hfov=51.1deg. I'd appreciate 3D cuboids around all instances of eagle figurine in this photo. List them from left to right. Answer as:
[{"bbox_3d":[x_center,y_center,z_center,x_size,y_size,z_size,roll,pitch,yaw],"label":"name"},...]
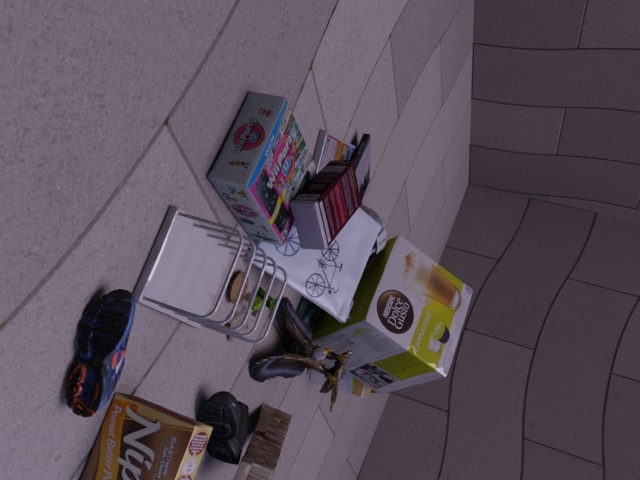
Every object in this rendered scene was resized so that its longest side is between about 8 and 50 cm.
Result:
[{"bbox_3d":[-0.052,0.321,1.937,0.225,0.298,0.226,-51,-156,26],"label":"eagle figurine"}]

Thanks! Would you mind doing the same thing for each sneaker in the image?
[{"bbox_3d":[-0.370,0.186,1.147,0.087,0.083,0.221,7,104,-83],"label":"sneaker"},{"bbox_3d":[-0.232,0.443,1.673,0.286,0.109,0.130,97,13,-48],"label":"sneaker"}]

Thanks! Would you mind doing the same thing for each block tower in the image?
[{"bbox_3d":[-0.154,0.570,1.824,0.335,0.097,0.090,-55,167,-77],"label":"block tower"}]

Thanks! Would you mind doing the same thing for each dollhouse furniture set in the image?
[{"bbox_3d":[-0.189,0.178,1.678,0.152,0.059,0.076,-35,148,-32],"label":"dollhouse furniture set"}]

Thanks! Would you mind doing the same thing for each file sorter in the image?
[{"bbox_3d":[-0.205,0.083,1.346,0.277,0.173,0.192,50,58,-66],"label":"file sorter"}]

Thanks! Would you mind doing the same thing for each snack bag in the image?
[{"bbox_3d":[0.000,0.000,1.755,0.343,0.037,0.323,36,64,-28],"label":"snack bag"}]

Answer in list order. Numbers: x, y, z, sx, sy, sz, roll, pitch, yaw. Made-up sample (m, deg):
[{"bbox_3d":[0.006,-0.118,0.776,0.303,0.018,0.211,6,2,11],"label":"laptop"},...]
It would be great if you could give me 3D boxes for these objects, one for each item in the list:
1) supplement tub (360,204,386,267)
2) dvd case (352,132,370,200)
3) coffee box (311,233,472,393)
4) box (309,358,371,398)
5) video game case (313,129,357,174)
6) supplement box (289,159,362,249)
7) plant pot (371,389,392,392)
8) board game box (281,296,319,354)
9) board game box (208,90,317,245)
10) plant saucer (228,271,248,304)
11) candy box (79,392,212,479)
[{"bbox_3d":[0.060,0.024,1.977,0.316,0.194,0.193,-41,142,-58],"label":"supplement tub"},{"bbox_3d":[0.125,-0.203,2.169,0.238,0.030,0.179,83,25,-57],"label":"dvd case"},{"bbox_3d":[0.222,0.246,2.168,0.338,0.334,0.337,-32,-153,52],"label":"coffee box"},{"bbox_3d":[0.082,0.468,2.349,0.114,0.203,0.103,20,86,-70],"label":"box"},{"bbox_3d":[0.033,-0.202,1.982,0.285,0.025,0.203,6,99,-70],"label":"video game case"},{"bbox_3d":[0.019,-0.092,1.651,0.239,0.073,0.130,-50,135,-49],"label":"supplement box"},{"bbox_3d":[0.165,0.469,2.502,0.237,0.255,0.237,15,90,-70],"label":"plant pot"},{"bbox_3d":[-0.060,0.266,2.082,0.126,0.026,0.186,62,47,-63],"label":"board game box"},{"bbox_3d":[-0.120,-0.152,1.512,0.303,0.098,0.223,62,46,-62],"label":"board game box"},{"bbox_3d":[-0.200,0.112,1.610,0.083,0.015,0.083,16,90,-70],"label":"plant saucer"},{"bbox_3d":[-0.347,0.464,1.234,0.087,0.183,0.316,53,56,-67],"label":"candy box"}]
